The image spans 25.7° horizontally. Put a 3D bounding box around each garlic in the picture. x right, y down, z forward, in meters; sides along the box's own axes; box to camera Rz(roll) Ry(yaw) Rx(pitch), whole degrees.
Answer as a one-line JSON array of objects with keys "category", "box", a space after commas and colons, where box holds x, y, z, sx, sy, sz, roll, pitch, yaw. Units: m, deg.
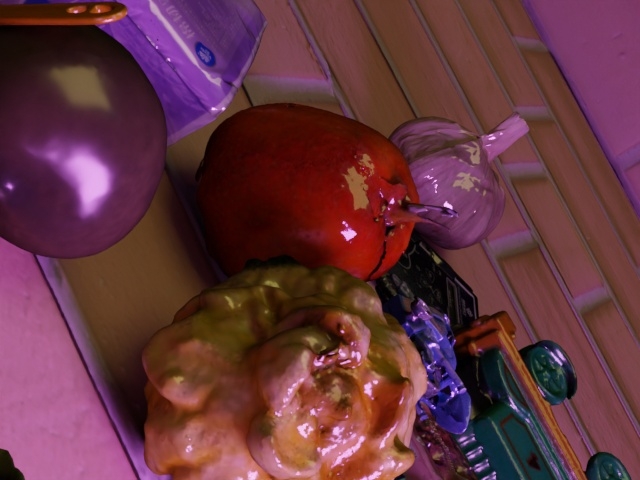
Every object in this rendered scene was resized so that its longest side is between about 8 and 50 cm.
[{"category": "garlic", "box": [0.209, -0.108, 2.023, 0.218, 0.212, 0.218, 46, 21, -23]}]

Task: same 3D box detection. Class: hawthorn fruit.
[{"category": "hawthorn fruit", "box": [0.011, -0.039, 1.462, 0.211, 0.299, 0.211, -5, 95, -61]}]

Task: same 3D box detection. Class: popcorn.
[{"category": "popcorn", "box": [-0.029, 0.137, 1.250, 0.286, 0.252, 0.215, -15, 118, -40]}]

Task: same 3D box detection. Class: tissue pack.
[{"category": "tissue pack", "box": [-0.218, -0.270, 1.423, 0.338, 0.160, 0.242, 52, 26, -19]}]

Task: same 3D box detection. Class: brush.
[{"category": "brush", "box": [-0.282, -0.178, 1.099, 0.103, 0.272, 0.013, -72, 160, -60]}]

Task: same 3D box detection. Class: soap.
[{"category": "soap", "box": [0.072, 0.194, 1.471, 0.218, 0.098, 0.273, 31, 24, -50]}]

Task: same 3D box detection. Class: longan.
[{"category": "longan", "box": [-0.226, -0.094, 1.162, 0.220, 0.196, 0.196, 48, 25, -38]}]

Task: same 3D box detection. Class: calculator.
[{"category": "calculator", "box": [0.142, 0.058, 1.921, 0.274, 0.028, 0.166, 43, 28, -34]}]

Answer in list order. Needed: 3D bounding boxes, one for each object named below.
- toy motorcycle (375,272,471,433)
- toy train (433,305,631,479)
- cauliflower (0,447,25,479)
[{"category": "toy motorcycle", "box": [0.101, 0.109, 1.442, 0.114, 0.076, 0.205, 47, 14, -26]}, {"category": "toy train", "box": [0.217, 0.279, 1.652, 0.249, 0.178, 0.429, -24, 85, -57]}, {"category": "cauliflower", "box": [-0.298, 0.141, 0.795, 0.315, 0.239, 0.256, 35, -13, 43]}]
